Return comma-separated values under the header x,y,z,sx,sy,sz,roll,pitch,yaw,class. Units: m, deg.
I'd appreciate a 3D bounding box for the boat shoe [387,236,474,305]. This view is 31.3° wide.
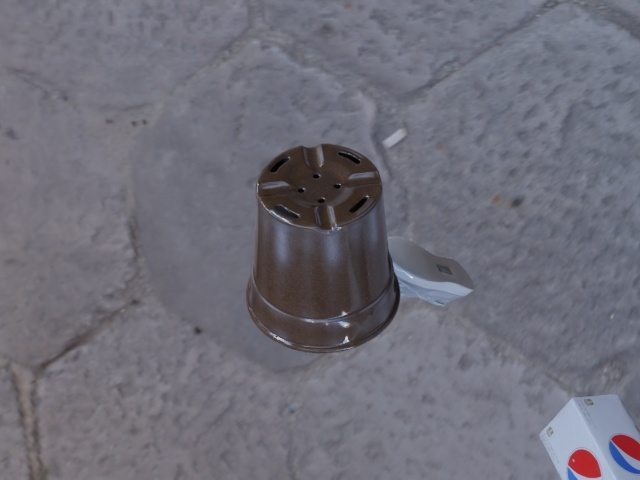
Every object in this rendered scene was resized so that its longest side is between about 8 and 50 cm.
x,y,z,sx,sy,sz,roll,pitch,yaw,class
0.115,0.044,1.386,0.063,0.184,0.066,-40,62,24,boat shoe

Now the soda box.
x,y,z,sx,sy,sz,roll,pitch,yaw,class
0.311,0.265,1.162,0.074,0.069,0.216,-61,41,41,soda box

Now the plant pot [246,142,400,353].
x,y,z,sx,sy,sz,roll,pitch,yaw,class
0.000,0.000,1.173,0.167,0.167,0.165,17,138,19,plant pot
